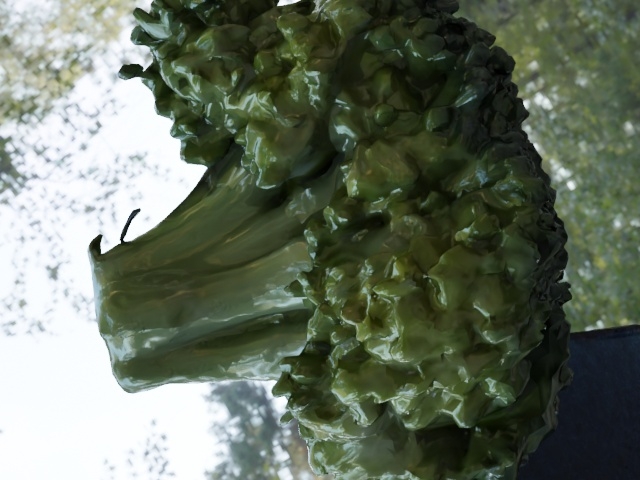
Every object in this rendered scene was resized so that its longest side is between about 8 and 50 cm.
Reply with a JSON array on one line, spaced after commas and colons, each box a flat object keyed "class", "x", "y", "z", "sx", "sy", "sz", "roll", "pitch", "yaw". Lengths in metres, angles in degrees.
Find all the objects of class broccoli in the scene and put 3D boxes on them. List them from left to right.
[{"class": "broccoli", "x": 0.003, "y": 0.011, "z": 0.630, "sx": 0.293, "sy": 0.280, "sz": 0.348, "roll": 86, "pitch": 168, "yaw": -65}]

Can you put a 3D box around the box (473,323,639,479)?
[{"class": "box", "x": 0.183, "y": 0.221, "z": 0.807, "sx": 0.261, "sy": 0.116, "sz": 0.279, "roll": -2, "pitch": -107, "yaw": -36}]
